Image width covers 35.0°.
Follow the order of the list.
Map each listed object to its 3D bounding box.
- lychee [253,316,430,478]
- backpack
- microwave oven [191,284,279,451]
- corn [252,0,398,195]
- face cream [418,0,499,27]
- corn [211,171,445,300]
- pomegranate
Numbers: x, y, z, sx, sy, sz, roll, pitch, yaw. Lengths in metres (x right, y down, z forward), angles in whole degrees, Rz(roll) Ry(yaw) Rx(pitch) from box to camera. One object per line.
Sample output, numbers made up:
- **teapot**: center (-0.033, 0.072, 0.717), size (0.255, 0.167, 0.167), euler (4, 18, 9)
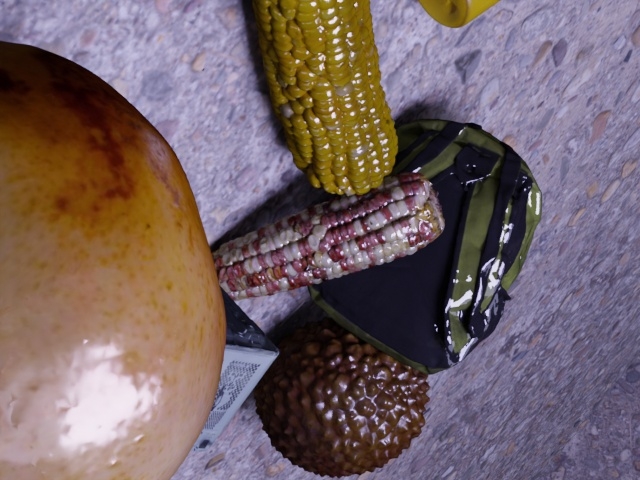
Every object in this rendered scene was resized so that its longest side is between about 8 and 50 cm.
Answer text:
- **lychee**: center (0.024, 0.177, 1.155), size (0.200, 0.200, 0.238), euler (-39, 162, -15)
- **backpack**: center (0.112, -0.002, 1.041), size (0.253, 0.207, 0.140), euler (-61, 170, 6)
- **microwave oven**: center (-0.159, 0.078, 0.820), size (0.122, 0.162, 0.208), euler (-55, 146, 12)
- **corn**: center (0.001, -0.150, 0.821), size (0.102, 0.102, 0.313), euler (-38, 146, -16)
- **face cream**: center (0.204, -0.294, 0.930), size (0.273, 0.078, 0.078), euler (-37, 150, -19)
- **corn**: center (0.000, 0.000, 0.956), size (0.237, 0.080, 0.079), euler (-17, 151, 8)
- **pomegranate**: center (-0.204, 0.049, 0.558), size (0.319, 0.319, 0.319), euler (-33, 148, -24)
